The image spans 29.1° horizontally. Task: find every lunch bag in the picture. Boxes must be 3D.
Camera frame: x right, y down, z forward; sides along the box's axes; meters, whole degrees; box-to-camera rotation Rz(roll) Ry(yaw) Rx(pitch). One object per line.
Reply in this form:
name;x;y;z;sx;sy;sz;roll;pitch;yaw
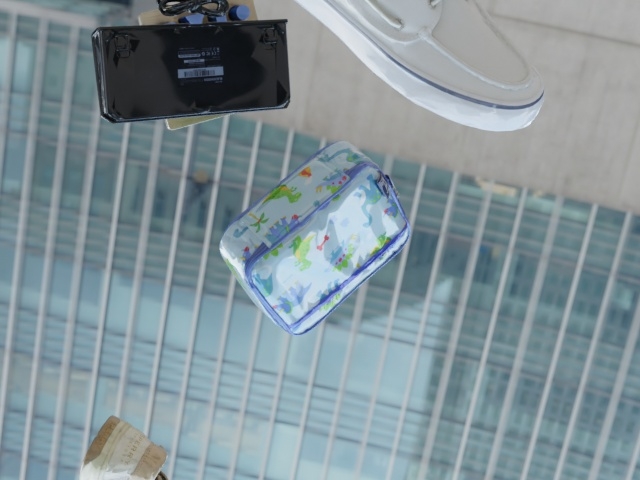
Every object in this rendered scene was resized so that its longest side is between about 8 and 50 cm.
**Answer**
lunch bag;0.000;0.000;1.503;0.219;0.176;0.090;-40;-132;-9

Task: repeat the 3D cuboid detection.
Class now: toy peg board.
toy peg board;-0.141;-0.245;1.656;0.161;0.161;0.079;-18;-168;-19

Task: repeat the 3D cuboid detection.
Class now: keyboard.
keyboard;-0.107;-0.160;1.047;0.180;0.108;0.023;-9;-169;-32

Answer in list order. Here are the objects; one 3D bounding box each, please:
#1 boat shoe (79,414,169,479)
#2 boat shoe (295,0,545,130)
boat shoe;-0.277;0.366;1.760;0.110;0.341;0.122;24;-120;5
boat shoe;0.065;-0.189;0.934;0.267;0.088;0.096;42;-129;12
